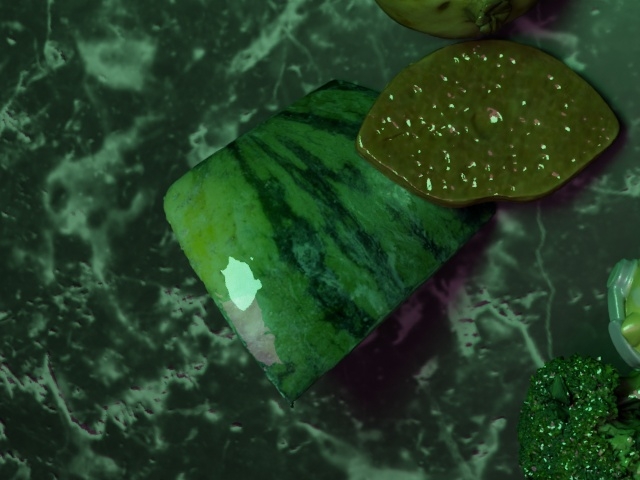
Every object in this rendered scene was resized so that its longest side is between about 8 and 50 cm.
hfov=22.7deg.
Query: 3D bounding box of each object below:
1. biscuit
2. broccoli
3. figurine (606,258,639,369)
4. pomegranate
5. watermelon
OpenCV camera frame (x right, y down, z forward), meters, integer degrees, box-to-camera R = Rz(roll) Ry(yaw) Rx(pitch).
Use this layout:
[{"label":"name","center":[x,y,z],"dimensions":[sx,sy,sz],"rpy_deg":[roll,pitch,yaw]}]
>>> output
[{"label":"biscuit","center":[0.137,-0.098,1.327],"dimensions":[0.220,0.029,0.142],"rpy_deg":[-7,81,1]},{"label":"broccoli","center":[0.236,0.174,1.311],"dimensions":[0.195,0.195,0.156],"rpy_deg":[38,82,12]},{"label":"figurine","center":[0.300,0.019,1.240],"dimensions":[0.128,0.208,0.184],"rpy_deg":[25,73,-4]},{"label":"pomegranate","center":[0.111,-0.245,1.268],"dimensions":[0.196,0.196,0.196],"rpy_deg":[5,102,22]},{"label":"watermelon","center":[0.000,0.000,1.401],"dimensions":[0.261,0.201,0.213],"rpy_deg":[-36,82,-18]}]
